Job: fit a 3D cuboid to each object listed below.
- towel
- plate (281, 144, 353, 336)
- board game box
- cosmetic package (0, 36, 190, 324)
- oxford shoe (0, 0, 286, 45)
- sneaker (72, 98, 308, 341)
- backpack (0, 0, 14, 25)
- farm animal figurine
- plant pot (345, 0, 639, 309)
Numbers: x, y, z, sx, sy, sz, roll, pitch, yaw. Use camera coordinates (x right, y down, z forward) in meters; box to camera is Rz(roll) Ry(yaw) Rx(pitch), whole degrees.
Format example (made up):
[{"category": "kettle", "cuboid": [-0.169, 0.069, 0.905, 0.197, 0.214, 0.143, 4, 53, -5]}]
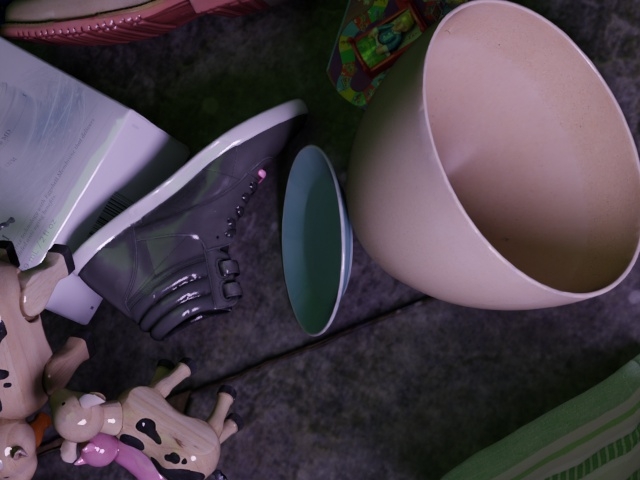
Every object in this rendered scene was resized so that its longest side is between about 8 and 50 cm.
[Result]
[{"category": "towel", "cuboid": [0.193, 0.213, 1.366, 0.248, 0.325, 0.038, -33, 101, 14]}, {"category": "plate", "cuboid": [0.000, 0.000, 1.601, 0.024, 0.188, 0.188, -1, 69, -18]}, {"category": "board game box", "cuboid": [0.073, -0.216, 1.691, 0.133, 0.033, 0.168, 14, 80, 26]}, {"category": "cosmetic package", "cuboid": [-0.305, -0.068, 1.754, 0.225, 0.138, 0.224, 29, 87, 29]}, {"category": "oxford shoe", "cuboid": [-0.188, -0.288, 1.761, 0.348, 0.123, 0.130, -10, 90, 15]}, {"category": "sneaker", "cuboid": [-0.100, -0.013, 1.679, 0.296, 0.104, 0.147, -39, 86, -9]}, {"category": "backpack", "cuboid": [-0.384, -0.296, 1.868, 0.101, 0.120, 0.098, 29, 85, 18]}, {"category": "farm animal figurine", "cuboid": [-0.272, 0.147, 1.573, 0.330, 0.172, 0.326, -13, 113, 33]}, {"category": "plant pot", "cuboid": [0.133, -0.054, 1.505, 0.191, 0.284, 0.284, -27, 63, 43]}]
